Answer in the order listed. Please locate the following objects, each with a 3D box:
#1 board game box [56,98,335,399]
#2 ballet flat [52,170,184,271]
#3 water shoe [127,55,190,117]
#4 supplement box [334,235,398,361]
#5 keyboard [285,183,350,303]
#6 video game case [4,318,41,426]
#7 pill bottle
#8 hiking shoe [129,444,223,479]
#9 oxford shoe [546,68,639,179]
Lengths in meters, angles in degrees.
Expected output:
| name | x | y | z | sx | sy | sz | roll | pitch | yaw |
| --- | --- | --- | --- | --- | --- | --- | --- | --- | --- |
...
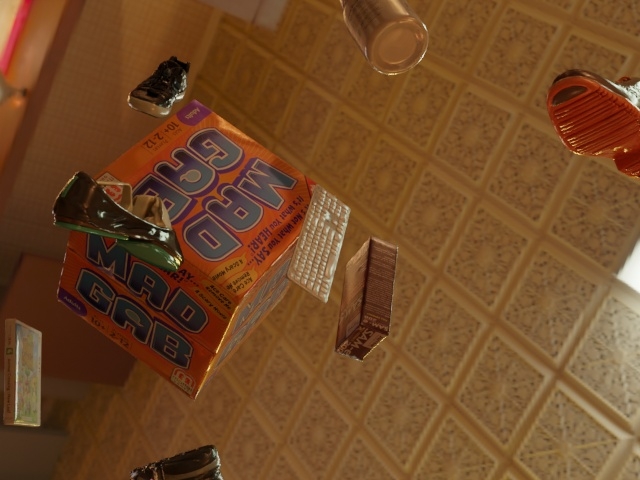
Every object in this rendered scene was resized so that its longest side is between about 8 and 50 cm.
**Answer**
| name | x | y | z | sx | sy | sz | roll | pitch | yaw |
| --- | --- | --- | --- | --- | --- | --- | --- | --- | --- |
| board game box | -0.253 | 0.016 | 1.901 | 0.356 | 0.356 | 0.356 | 35 | -44 | 7 |
| ballet flat | -0.278 | -0.030 | 1.404 | 0.095 | 0.280 | 0.096 | 9 | -101 | 26 |
| water shoe | -0.272 | -0.266 | 1.609 | 0.203 | 0.073 | 0.080 | -79 | -171 | -69 |
| supplement box | 0.099 | 0.124 | 2.054 | 0.130 | 0.073 | 0.239 | 128 | -22 | -47 |
| keyboard | 0.000 | 0.000 | 1.466 | 0.014 | 0.072 | 0.256 | -52 | -168 | 34 |
| video game case | -0.574 | 0.260 | 1.841 | 0.212 | 0.023 | 0.193 | 105 | -18 | -77 |
| pill bottle | 0.118 | -0.445 | 1.918 | 0.131 | 0.131 | 0.229 | -53 | -142 | 26 |
| hiking shoe | -0.205 | 0.379 | 1.381 | 0.304 | 0.113 | 0.132 | 137 | -64 | -69 |
| oxford shoe | 0.477 | -0.212 | 1.562 | 0.130 | 0.363 | 0.133 | -22 | -120 | 36 |
